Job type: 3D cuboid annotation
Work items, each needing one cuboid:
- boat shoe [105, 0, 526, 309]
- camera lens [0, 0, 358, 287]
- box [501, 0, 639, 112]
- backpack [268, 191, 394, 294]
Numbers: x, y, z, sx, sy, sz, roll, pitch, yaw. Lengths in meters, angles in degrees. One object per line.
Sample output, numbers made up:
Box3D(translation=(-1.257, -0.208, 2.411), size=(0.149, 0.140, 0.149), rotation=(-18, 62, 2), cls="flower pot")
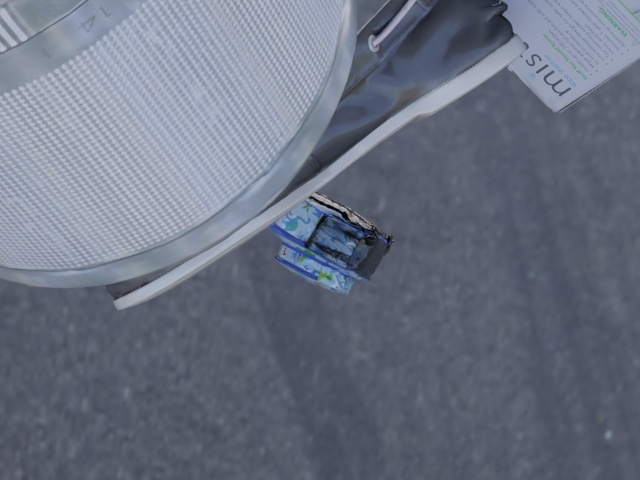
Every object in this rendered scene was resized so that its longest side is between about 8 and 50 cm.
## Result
Box3D(translation=(-0.018, -0.078, 1.284), size=(0.335, 0.112, 0.095), rotation=(-34, 92, -11), cls="boat shoe")
Box3D(translation=(-0.121, -0.125, 0.742), size=(0.219, 0.274, 0.219), rotation=(-9, 60, 16), cls="camera lens")
Box3D(translation=(0.169, -0.255, 1.327), size=(0.262, 0.231, 0.127), rotation=(45, 49, -9), cls="box")
Box3D(translation=(0.000, 0.000, 1.888), size=(0.114, 0.084, 0.105), rotation=(32, 2, 12), cls="backpack")
